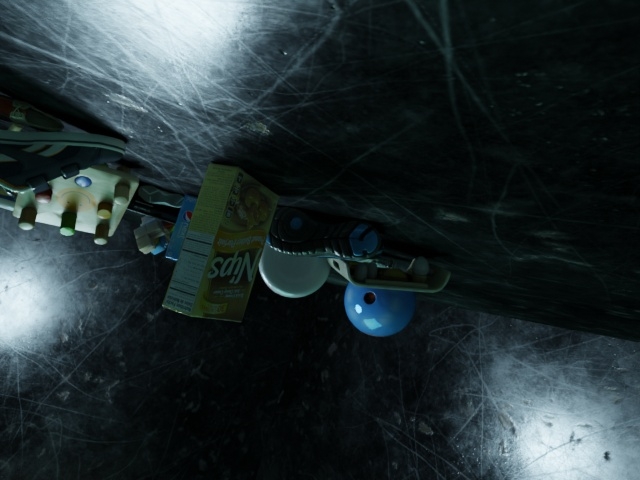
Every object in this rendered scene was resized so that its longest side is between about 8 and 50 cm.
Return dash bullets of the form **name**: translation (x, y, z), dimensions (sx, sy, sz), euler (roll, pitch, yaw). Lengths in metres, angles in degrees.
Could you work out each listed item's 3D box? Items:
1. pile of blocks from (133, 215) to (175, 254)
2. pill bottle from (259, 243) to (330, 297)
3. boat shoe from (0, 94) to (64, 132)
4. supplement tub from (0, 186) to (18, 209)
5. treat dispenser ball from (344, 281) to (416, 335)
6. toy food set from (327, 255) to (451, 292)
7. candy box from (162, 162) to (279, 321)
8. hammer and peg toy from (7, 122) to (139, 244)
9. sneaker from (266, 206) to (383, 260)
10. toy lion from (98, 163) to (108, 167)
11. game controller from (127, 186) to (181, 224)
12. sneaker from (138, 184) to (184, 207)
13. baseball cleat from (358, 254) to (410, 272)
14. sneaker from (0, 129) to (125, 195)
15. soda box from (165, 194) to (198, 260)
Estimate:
- **pile of blocks**: translation (-0.566, -0.043, 1.531), dimensions (0.148, 0.113, 0.362), euler (65, 177, -26)
- **pill bottle**: translation (-0.099, 0.086, 1.495), dimensions (0.229, 0.228, 0.407), euler (16, 171, -5)
- **boat shoe**: translation (-0.582, -0.248, 0.832), dimensions (0.043, 0.049, 0.137), euler (5, 169, 36)
- **supplement tub**: translation (-0.856, -0.180, 1.231), dimensions (0.145, 0.199, 0.144), euler (15, 172, 2)
- **treat dispenser ball**: translation (0.240, 0.245, 1.718), dimensions (0.289, 0.287, 0.288), euler (15, 171, 2)
- **toy food set**: translation (0.184, 0.071, 1.221), dimensions (0.307, 0.092, 0.220), euler (7, -173, -15)
- **candy box**: translation (-0.209, 0.012, 0.937), dimensions (0.088, 0.316, 0.183), euler (11, 171, 26)
- **hammer and peg toy**: translation (-0.696, -0.132, 1.105), dimensions (0.362, 0.127, 0.266), euler (17, 133, -36)
- **sneaker**: translation (0.000, 0.000, 1.128), dimensions (0.341, 0.124, 0.140), euler (13, 172, 21)
- **toy lion**: translation (-0.670, -0.222, 1.215), dimensions (0.096, 0.034, 0.100), euler (6, 168, 16)
- **game controller**: translation (-0.590, -0.126, 1.420), dimensions (0.320, 0.067, 0.166), euler (19, -155, -22)
- **sneaker**: translation (-0.518, -0.139, 1.390), dimensions (0.152, 0.053, 0.061), euler (17, 176, -9)
- **baseball cleat**: translation (0.200, 0.077, 1.438), dimensions (0.206, 0.072, 0.109), euler (8, 162, 21)
- **sneaker**: translation (-0.571, -0.155, 0.862), dimensions (0.322, 0.127, 0.126), euler (-4, -178, -27)
- **soda box**: translation (-0.420, -0.034, 1.352), dimensions (0.067, 0.209, 0.071), euler (14, 170, 9)
